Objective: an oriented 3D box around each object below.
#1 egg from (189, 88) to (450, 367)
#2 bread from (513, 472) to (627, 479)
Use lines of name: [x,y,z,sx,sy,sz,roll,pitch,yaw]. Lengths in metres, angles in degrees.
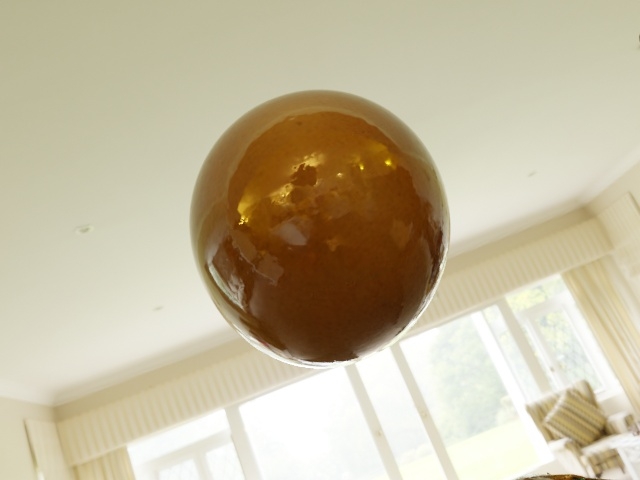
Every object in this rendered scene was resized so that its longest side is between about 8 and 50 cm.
egg: [0.000,0.000,0.599,0.250,0.250,0.322,-20,-30,-10]
bread: [0.144,0.143,0.296,0.072,0.053,0.106,-10,-5,-39]
